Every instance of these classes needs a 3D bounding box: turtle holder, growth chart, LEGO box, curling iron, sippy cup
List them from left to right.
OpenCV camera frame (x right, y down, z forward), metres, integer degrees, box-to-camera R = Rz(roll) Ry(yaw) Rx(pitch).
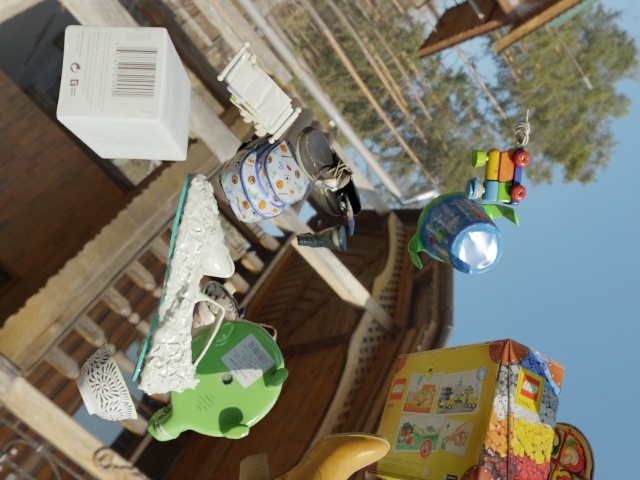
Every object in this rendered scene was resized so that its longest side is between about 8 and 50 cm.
[{"bbox_3d":[-0.226,0.332,1.308,0.227,0.243,0.320,161,-49,-79],"label":"turtle holder"},{"bbox_3d":[-0.163,-0.373,1.486,0.172,0.237,0.021,-28,-160,41],"label":"growth chart"},{"bbox_3d":[0.086,-0.073,1.786,0.035,0.068,0.274,-27,157,-1],"label":"curling iron"},{"bbox_3d":[0.370,0.493,1.548,0.500,0.193,0.372,-31,-146,61],"label":"LEGO box"},{"bbox_3d":[0.439,-0.010,1.755,0.305,0.240,0.224,-57,-162,13],"label":"sippy cup"}]

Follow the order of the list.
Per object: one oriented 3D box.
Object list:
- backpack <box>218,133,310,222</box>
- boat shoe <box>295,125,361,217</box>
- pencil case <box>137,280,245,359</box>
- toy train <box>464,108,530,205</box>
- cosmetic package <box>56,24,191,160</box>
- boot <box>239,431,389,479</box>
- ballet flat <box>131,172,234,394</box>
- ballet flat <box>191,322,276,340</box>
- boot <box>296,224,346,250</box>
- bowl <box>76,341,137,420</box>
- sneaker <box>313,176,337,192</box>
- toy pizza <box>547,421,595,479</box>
[{"bbox_3d":[-0.178,-0.184,1.819,0.213,0.276,0.263,-13,-157,45],"label":"backpack"},{"bbox_3d":[0.044,-0.212,1.799,0.130,0.355,0.132,17,-119,40],"label":"boat shoe"},{"bbox_3d":[-0.428,0.296,1.849,0.410,0.160,0.183,-40,178,27],"label":"pencil case"},{"bbox_3d":[0.457,-0.219,1.492,0.143,0.248,0.105,2,-172,-7],"label":"toy train"},{"bbox_3d":[-0.303,-0.228,0.918,0.183,0.152,0.151,94,-3,-79],"label":"cosmetic package"},{"bbox_3d":[-0.003,0.461,0.995,0.295,0.104,0.211,-10,-141,-3],"label":"boot"},{"bbox_3d":[-0.234,0.085,1.061,0.147,0.147,0.408,11,-93,68],"label":"ballet flat"},{"bbox_3d":[-0.260,0.264,1.490,0.124,0.342,0.116,-51,-131,42],"label":"ballet flat"},{"bbox_3d":[0.000,0.000,1.819,0.161,0.083,0.246,-4,178,1],"label":"boot"},{"bbox_3d":[-0.439,0.299,1.158,0.080,0.170,0.170,-23,-170,-24],"label":"bowl"},{"bbox_3d":[0.011,-0.134,1.402,0.032,0.037,0.083,-22,-165,-27],"label":"sneaker"},{"bbox_3d":[0.586,0.550,1.417,0.201,0.032,0.201,-51,-152,41],"label":"toy pizza"}]
